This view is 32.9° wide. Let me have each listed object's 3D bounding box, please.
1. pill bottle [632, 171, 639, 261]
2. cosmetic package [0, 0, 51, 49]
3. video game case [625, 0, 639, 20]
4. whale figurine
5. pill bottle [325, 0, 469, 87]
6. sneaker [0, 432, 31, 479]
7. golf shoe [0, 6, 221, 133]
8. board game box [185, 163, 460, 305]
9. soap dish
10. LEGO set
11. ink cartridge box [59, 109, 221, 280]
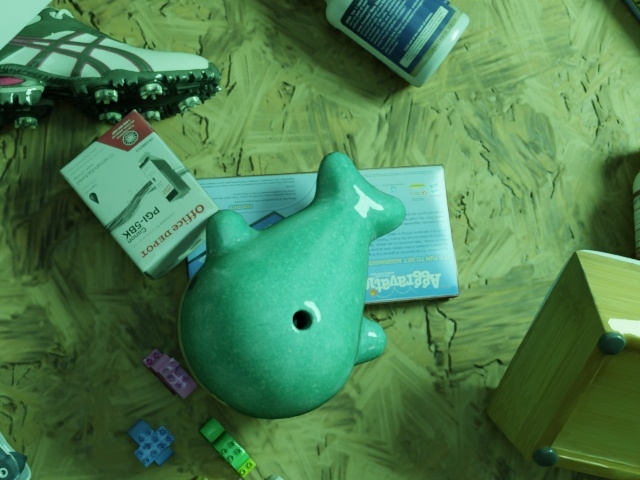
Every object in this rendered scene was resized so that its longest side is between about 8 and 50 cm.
[{"bbox_3d":[0.399,-0.016,1.160,0.121,0.121,0.216,3,79,-11],"label":"pill bottle"},{"bbox_3d":[-0.314,-0.243,1.030,0.099,0.060,0.239,28,67,32],"label":"cosmetic package"},{"bbox_3d":[0.465,-0.331,1.264,0.244,0.061,0.269,-36,88,-17],"label":"video game case"},{"bbox_3d":[-0.013,0.039,1.024,0.216,0.141,0.272,40,72,-11],"label":"whale figurine"},{"bbox_3d":[0.066,-0.248,1.151,0.169,0.094,0.094,36,75,-3],"label":"pill bottle"},{"bbox_3d":[-0.326,0.281,0.970,0.153,0.099,0.282,-14,80,-12],"label":"sneaker"},{"bbox_3d":[-0.235,-0.179,1.076,0.273,0.105,0.120,-4,75,-12],"label":"golf shoe"},{"bbox_3d":[0.000,0.000,1.126,0.281,0.027,0.145,-4,79,-12],"label":"board game box"},{"bbox_3d":[0.340,0.142,1.062,0.291,0.229,0.118,14,37,-8],"label":"soap dish"},{"bbox_3d":[-0.107,0.211,1.029,0.087,0.093,0.227,-44,90,-15],"label":"LEGO set"},{"bbox_3d":[-0.173,-0.044,1.066,0.099,0.056,0.135,-41,80,-4],"label":"ink cartridge box"}]
